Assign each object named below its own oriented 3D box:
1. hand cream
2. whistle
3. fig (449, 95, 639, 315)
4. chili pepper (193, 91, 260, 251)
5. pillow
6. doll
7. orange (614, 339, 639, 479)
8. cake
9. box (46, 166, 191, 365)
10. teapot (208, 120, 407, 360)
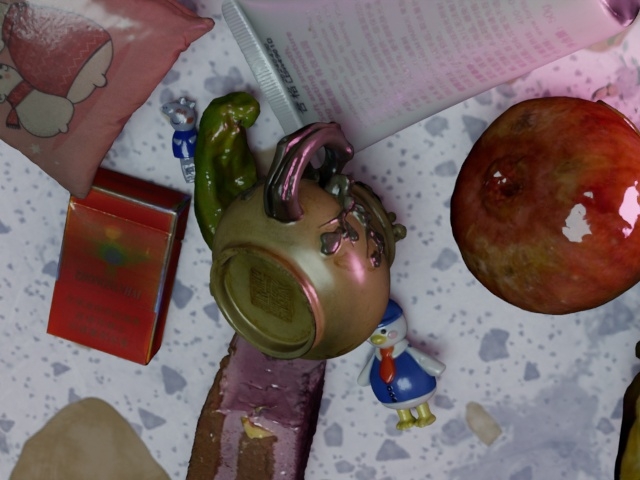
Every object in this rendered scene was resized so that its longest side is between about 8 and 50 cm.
[{"bbox_3d":[0.099,-0.186,1.557,0.358,0.118,0.185,-18,112,27],"label":"hand cream"},{"bbox_3d":[-0.129,-0.094,1.681,0.033,0.029,0.083,-9,107,-3],"label":"whistle"},{"bbox_3d":[0.220,-0.030,1.553,0.205,0.205,0.205,5,113,11],"label":"fig"},{"bbox_3d":[-0.088,-0.040,1.672,0.073,0.072,0.204,15,123,28],"label":"chili pepper"},{"bbox_3d":[-0.247,-0.175,1.613,0.223,0.084,0.236,36,120,-11],"label":"pillow"},{"bbox_3d":[0.072,0.112,1.708,0.098,0.057,0.143,-10,105,33],"label":"doll"},{"bbox_3d":[0.410,0.157,1.539,0.210,0.271,0.369,7,119,-23],"label":"orange"},{"bbox_3d":[-0.077,0.232,1.771,0.116,0.113,0.295,17,121,8],"label":"cake"},{"bbox_3d":[-0.198,0.024,1.736,0.112,0.048,0.175,18,116,8],"label":"box"},{"bbox_3d":[0.000,0.000,1.611,0.173,0.182,0.269,23,134,28],"label":"teapot"}]
